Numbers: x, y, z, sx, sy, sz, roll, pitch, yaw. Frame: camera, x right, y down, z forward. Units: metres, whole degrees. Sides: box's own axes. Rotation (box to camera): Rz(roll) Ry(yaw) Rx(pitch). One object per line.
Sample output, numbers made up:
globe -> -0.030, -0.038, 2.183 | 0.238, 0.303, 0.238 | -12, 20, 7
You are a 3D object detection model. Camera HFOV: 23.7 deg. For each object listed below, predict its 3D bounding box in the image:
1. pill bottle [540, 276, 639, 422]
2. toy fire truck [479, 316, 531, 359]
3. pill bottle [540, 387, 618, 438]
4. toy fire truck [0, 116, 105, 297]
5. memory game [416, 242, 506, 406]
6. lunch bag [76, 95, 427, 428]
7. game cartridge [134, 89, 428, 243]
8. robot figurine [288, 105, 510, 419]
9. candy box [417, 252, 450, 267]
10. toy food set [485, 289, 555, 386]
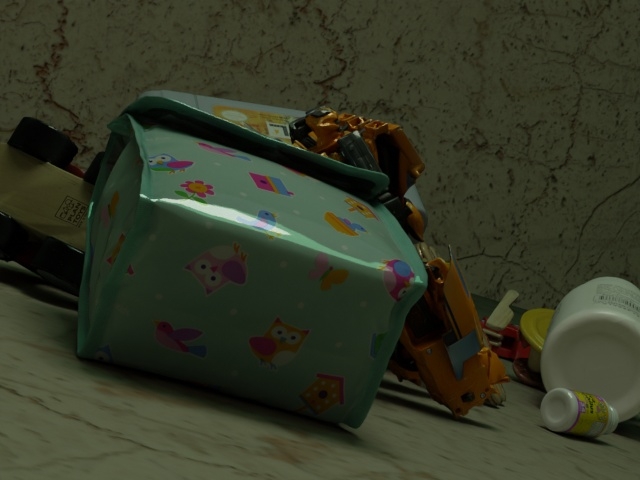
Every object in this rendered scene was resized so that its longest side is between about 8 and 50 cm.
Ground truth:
pill bottle -> 0.324, 0.116, 1.738 | 0.131, 0.131, 0.229 | 18, 15, 9
toy fire truck -> 0.239, 0.136, 2.183 | 0.135, 0.047, 0.192 | 16, 2, -9
pill bottle -> 0.257, 0.171, 1.499 | 0.083, 0.043, 0.043 | 16, 3, -43
toy fire truck -> -0.178, 0.000, 1.386 | 0.217, 0.159, 0.246 | 24, -16, 16
memory game -> 0.146, 0.085, 1.561 | 0.186, 0.012, 0.186 | 58, 13, -21
lunch bag -> -0.061, -0.001, 1.146 | 0.223, 0.160, 0.262 | 18, 22, -15
game cartridge -> -0.041, -0.072, 1.583 | 0.297, 0.062, 0.198 | 7, 29, -17
robot figurine -> 0.063, 0.007, 1.360 | 0.085, 0.291, 0.211 | -27, 18, -14
candy box -> 0.107, 0.060, 2.299 | 0.027, 0.105, 0.206 | 9, 7, -42
toy food set -> 0.301, 0.150, 1.897 | 0.217, 0.071, 0.128 | 25, 27, 4
